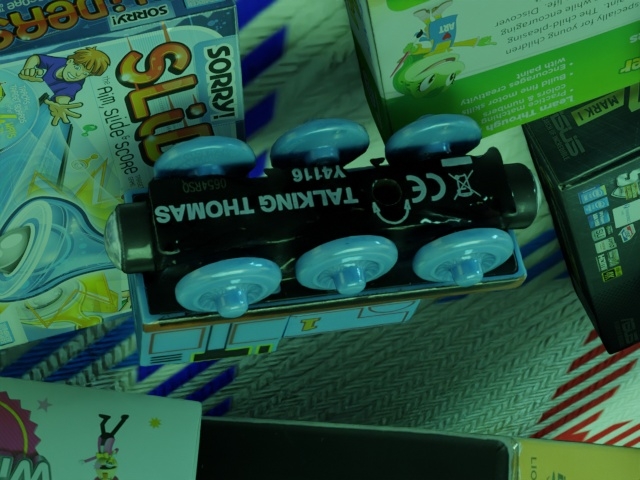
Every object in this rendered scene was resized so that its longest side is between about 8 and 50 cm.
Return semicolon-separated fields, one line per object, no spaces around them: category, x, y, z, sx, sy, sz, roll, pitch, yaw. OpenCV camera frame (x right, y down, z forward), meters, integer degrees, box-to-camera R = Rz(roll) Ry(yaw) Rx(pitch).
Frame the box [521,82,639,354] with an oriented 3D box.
box;0.224;-0.034;0.701;0.183;0.059;0.232;-25;148;5

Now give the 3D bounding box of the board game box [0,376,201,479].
board game box;-0.188;0.190;0.699;0.224;0.097;0.303;8;144;-4

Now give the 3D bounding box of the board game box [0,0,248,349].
board game box;-0.101;-0.030;0.543;0.136;0.035;0.201;-15;148;-9

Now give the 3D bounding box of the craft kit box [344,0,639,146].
craft kit box;0.123;-0.153;0.471;0.250;0.061;0.246;-20;146;-2

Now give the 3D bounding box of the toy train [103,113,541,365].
toy train;0.000;0.000;0.527;0.184;0.080;0.105;-7;157;-13

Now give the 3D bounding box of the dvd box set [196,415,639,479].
dvd box set;0.133;0.160;0.801;0.420;0.062;0.308;13;168;-43
